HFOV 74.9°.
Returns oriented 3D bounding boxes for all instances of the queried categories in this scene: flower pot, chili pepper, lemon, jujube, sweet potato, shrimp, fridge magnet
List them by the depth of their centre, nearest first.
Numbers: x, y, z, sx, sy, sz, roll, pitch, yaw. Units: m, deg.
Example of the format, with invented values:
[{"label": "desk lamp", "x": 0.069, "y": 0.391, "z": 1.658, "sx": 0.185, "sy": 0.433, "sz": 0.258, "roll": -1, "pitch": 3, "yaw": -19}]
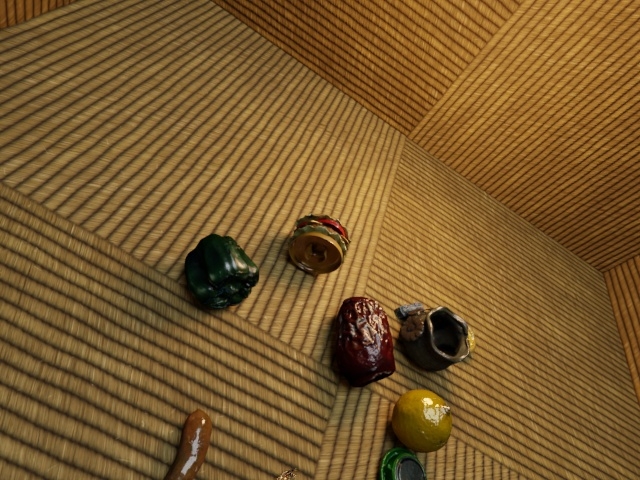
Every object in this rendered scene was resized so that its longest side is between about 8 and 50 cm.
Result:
[{"label": "sweet potato", "x": -0.395, "y": 0.647, "z": 1.242, "sx": 0.097, "sy": 0.097, "sz": 0.291, "roll": 28, "pitch": 47, "yaw": -13}, {"label": "shrimp", "x": -0.132, "y": 0.810, "z": 1.334, "sx": 0.190, "sy": 0.042, "sz": 0.101, "roll": -42, "pitch": 105, "yaw": -46}, {"label": "fridge magnet", "x": 0.311, "y": 0.876, "z": 1.541, "sx": 0.208, "sy": 0.088, "sz": 0.207, "roll": 18, "pitch": 48, "yaw": -22}, {"label": "chili pepper", "x": -0.377, "y": 0.111, "z": 1.581, "sx": 0.256, "sy": 0.249, "sz": 0.233, "roll": 57, "pitch": 19, "yaw": 23}, {"label": "lemon", "x": 0.393, "y": 0.702, "z": 1.632, "sx": 0.229, "sy": 0.253, "sz": 0.228, "roll": 3, "pitch": 62, "yaw": -7}, {"label": "jujube", "x": 0.182, "y": 0.411, "z": 1.722, "sx": 0.259, "sy": 0.258, "sz": 0.376, "roll": 17, "pitch": 56, "yaw": -23}, {"label": "flower pot", "x": 0.518, "y": 0.439, "z": 1.922, "sx": 0.302, "sy": 0.213, "sz": 0.301, "roll": 17, "pitch": 54, "yaw": -25}]

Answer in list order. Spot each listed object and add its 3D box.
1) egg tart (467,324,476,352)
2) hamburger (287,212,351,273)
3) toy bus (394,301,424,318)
[{"label": "egg tart", "x": 0.707, "y": 0.488, "z": 2.121, "sx": 0.191, "sy": 0.074, "sz": 0.191, "roll": 19, "pitch": 47, "yaw": -22}, {"label": "hamburger", "x": 0.000, "y": 0.000, "z": 1.891, "sx": 0.275, "sy": 0.274, "sz": 0.212, "roll": 31, "pitch": 42, "yaw": -10}, {"label": "toy bus", "x": 0.444, "y": 0.347, "z": 2.074, "sx": 0.166, "sy": 0.047, "sz": 0.065, "roll": -3, "pitch": 63, "yaw": -36}]
